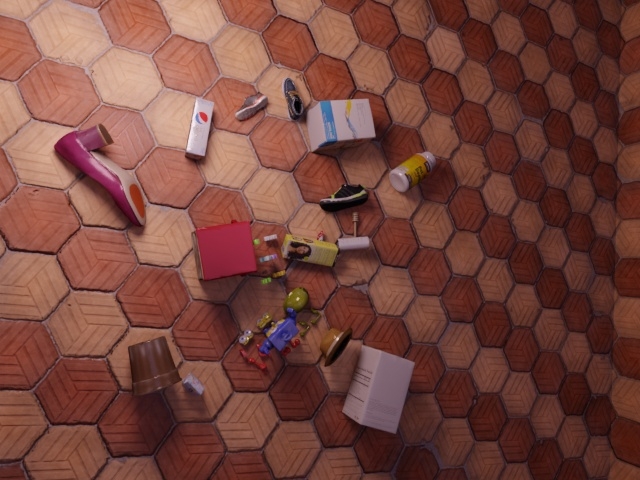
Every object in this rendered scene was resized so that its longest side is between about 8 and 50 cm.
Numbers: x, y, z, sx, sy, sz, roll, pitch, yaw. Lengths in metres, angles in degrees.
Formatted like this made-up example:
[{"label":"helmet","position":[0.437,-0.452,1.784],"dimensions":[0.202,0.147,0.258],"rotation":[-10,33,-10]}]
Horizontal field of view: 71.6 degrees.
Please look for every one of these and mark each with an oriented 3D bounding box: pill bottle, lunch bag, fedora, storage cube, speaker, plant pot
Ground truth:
[{"label":"pill bottle","position":[0.422,-0.317,2.017],"dimensions":[0.215,0.117,0.117],"rotation":[-36,100,-21]},{"label":"lunch bag","position":[-0.460,0.523,1.604],"dimensions":[0.053,0.083,0.071],"rotation":[-45,104,-19]},{"label":"fedora","position":[0.053,0.419,1.807],"dimensions":[0.079,0.194,0.194],"rotation":[34,70,20]},{"label":"storage cube","position":[-0.358,0.038,1.629],"dimensions":[0.193,0.183,0.215],"rotation":[-10,91,-22]},{"label":"speaker","position":[0.138,0.014,1.891],"dimensions":[0.136,0.055,0.055],"rotation":[-5,88,-9]},{"label":"plant pot","position":[-0.578,0.425,1.528],"dimensions":[0.166,0.167,0.165],"rotation":[-13,84,-23]}]

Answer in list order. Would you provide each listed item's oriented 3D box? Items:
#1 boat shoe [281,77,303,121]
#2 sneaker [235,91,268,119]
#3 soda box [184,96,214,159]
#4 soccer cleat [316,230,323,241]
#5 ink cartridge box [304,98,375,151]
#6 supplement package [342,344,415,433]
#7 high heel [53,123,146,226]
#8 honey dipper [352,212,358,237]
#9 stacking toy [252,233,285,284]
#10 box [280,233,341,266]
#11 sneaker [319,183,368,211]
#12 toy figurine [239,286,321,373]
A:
[{"label":"boat shoe","position":[-0.109,-0.592,1.831],"dimensions":[0.065,0.083,0.184],"rotation":[-12,91,-23]},{"label":"sneaker","position":[-0.286,-0.541,1.779],"dimensions":[0.158,0.061,0.065],"rotation":[-39,74,-21]},{"label":"soda box","position":[-0.458,-0.419,1.677],"dimensions":[0.069,0.074,0.216],"rotation":[12,81,-22]},{"label":"soccer cleat","position":[0.000,0.000,1.867],"dimensions":[0.035,0.029,0.083],"rotation":[24,81,-29]},{"label":"ink cartridge box","position":[0.082,-0.480,1.856],"dimensions":[0.232,0.171,0.169],"rotation":[-11,91,-23]},{"label":"supplement package","position":[0.240,0.610,1.843],"dimensions":[0.177,0.175,0.293],"rotation":[23,78,-18]},{"label":"high heel","position":[-0.755,-0.201,1.544],"dimensions":[0.181,0.127,0.378],"rotation":[-21,100,6]},{"label":"honey dipper","position":[0.152,-0.040,1.932],"dimensions":[0.030,0.030,0.161],"rotation":[0,88,-23]},{"label":"stacking toy","position":[-0.194,0.068,1.691],"dimensions":[0.052,0.221,0.167],"rotation":[-14,92,10]},{"label":"box","position":[-0.039,0.043,1.814],"dimensions":[0.232,0.058,0.088],"rotation":[10,114,-22]},{"label":"sneaker","position":[0.093,-0.190,1.906],"dimensions":[0.234,0.084,0.097],"rotation":[-11,67,-24]},{"label":"toy figurine","position":[-0.120,0.350,1.688],"dimensions":[0.362,0.217,0.191],"rotation":[-41,102,-19]}]
